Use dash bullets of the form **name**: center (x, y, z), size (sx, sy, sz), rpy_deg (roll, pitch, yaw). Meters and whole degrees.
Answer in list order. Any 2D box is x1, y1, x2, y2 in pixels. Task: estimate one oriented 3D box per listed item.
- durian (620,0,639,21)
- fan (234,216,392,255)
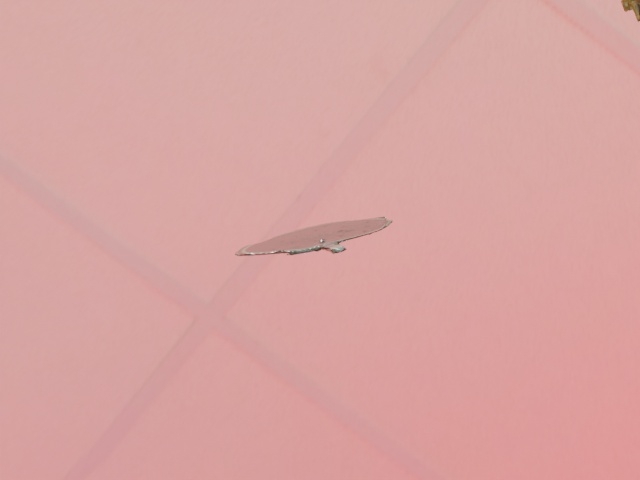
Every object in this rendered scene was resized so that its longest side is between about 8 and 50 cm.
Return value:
- **durian**: center (0.202, -0.240, 0.719), size (0.112, 0.191, 0.341), rpy_deg (32, -42, 38)
- **fan**: center (0.000, 0.000, 0.720), size (0.085, 0.133, 0.005), rpy_deg (-13, -83, -8)
